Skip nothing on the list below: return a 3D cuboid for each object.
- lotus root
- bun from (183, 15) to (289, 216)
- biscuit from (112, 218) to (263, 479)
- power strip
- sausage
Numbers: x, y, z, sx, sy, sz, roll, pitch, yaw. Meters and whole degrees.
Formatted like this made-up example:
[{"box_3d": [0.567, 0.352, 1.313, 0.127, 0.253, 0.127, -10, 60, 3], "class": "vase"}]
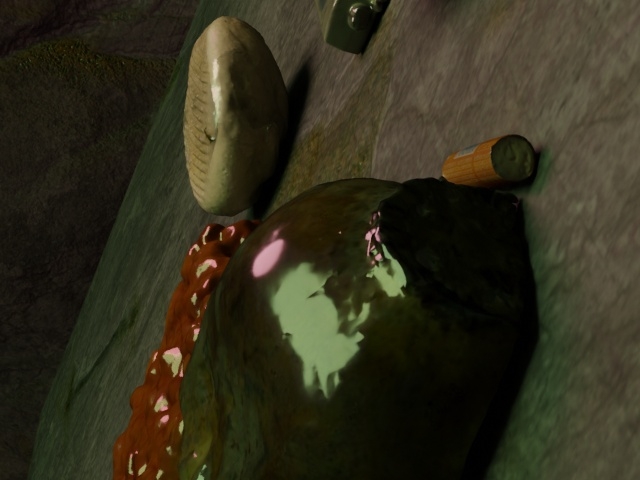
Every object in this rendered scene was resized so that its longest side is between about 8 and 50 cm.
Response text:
[{"box_3d": [0.009, 0.078, 0.798, 0.260, 0.149, 0.267, 124, 156, -50], "class": "lotus root"}, {"box_3d": [-0.098, -0.148, 1.574, 0.210, 0.116, 0.237, -160, 74, -74], "class": "bun"}, {"box_3d": [-0.111, 0.166, 1.218, 0.312, 0.111, 0.318, -101, 32, -60], "class": "biscuit"}, {"box_3d": [0.026, -0.279, 1.411, 0.286, 0.048, 0.080, -98, 30, -64], "class": "power strip"}, {"box_3d": [0.102, -0.047, 0.829, 0.107, 0.031, 0.031, 169, 119, -76], "class": "sausage"}]
